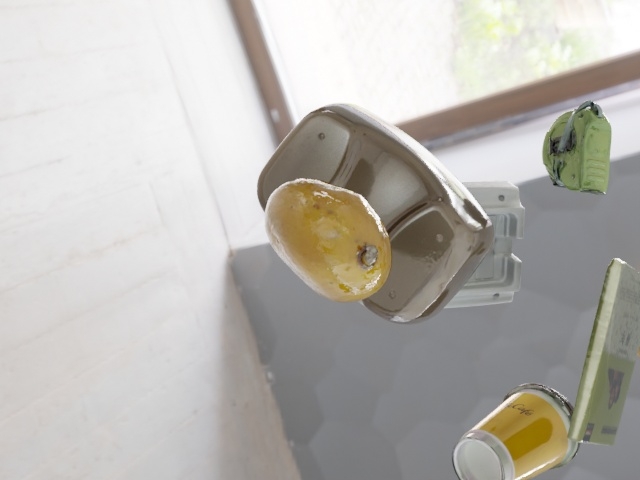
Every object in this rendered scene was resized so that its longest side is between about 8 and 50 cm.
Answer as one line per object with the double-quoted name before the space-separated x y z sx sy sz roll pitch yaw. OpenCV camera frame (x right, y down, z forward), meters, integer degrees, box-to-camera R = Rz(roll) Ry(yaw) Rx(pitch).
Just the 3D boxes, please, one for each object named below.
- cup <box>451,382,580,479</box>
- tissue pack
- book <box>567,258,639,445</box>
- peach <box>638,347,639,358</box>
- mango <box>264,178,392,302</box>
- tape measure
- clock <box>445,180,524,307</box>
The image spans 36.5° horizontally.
"cup" 0.410 0.424 2.041 0.279 0.196 0.196 -17 93 -43
"tissue pack" 0.102 -0.051 1.681 0.387 0.267 0.277 41 18 12
"book" 0.575 0.224 1.893 0.239 0.035 0.352 20 83 -54
"peach" 0.823 0.248 2.335 0.138 0.138 0.138 32 51 -51
"mango" 0.000 0.000 1.247 0.176 0.317 0.119 46 77 -13
"tape measure" 0.493 -0.177 1.871 0.087 0.154 0.178 10 86 -23
"clock" 0.302 0.013 2.016 0.231 0.116 0.262 -4 104 -18
